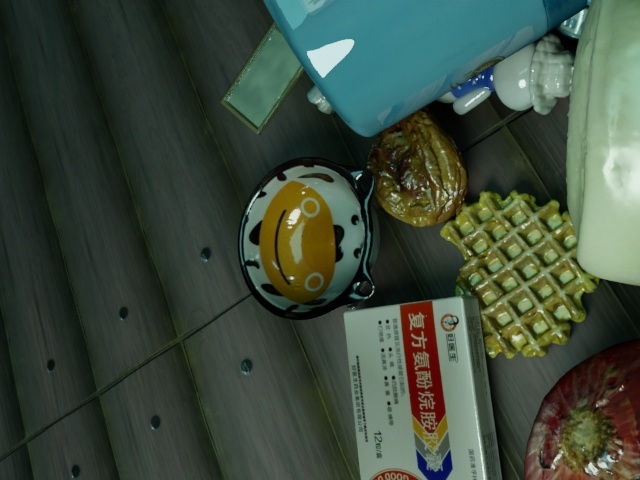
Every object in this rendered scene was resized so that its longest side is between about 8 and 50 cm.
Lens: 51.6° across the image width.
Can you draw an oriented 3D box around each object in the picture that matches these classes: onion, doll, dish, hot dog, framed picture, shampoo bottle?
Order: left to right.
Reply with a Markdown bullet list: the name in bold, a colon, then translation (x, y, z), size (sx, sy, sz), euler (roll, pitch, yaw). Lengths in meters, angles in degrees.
- **framed picture**: translation (-0.108, -0.330, 1.341), size (0.136, 0.010, 0.201), euler (43, 102, 31)
- **dish**: translation (0.000, 0.000, 1.136), size (0.303, 0.120, 0.303), euler (-4, 82, 33)
- **shampoo bottle**: translation (0.121, -0.361, 0.903), size (0.342, 0.331, 0.331), euler (-30, 66, 15)
- **hot dog**: translation (0.151, -0.130, 1.070), size (0.160, 0.099, 0.227), euler (-54, 38, 29)
- **doll**: translation (0.271, -0.266, 1.046), size (0.293, 0.119, 0.138), euler (12, 95, 38)
- **onion**: translation (0.388, 0.262, 0.748), size (0.341, 0.341, 0.341), euler (-7, 76, 30)

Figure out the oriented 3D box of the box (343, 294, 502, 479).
- **box**: translation (0.151, 0.270, 0.997), size (0.214, 0.069, 0.353), euler (-13, 80, 36)

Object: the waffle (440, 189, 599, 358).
- **waffle**: translation (0.283, 0.051, 1.000), size (0.249, 0.056, 0.253), euler (22, 93, 33)

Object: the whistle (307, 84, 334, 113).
- **whistle**: translation (0.107, -0.365, 1.162), size (0.346, 0.133, 0.142), euler (-47, 64, 25)

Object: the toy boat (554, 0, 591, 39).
- **toy boat**: translation (0.406, -0.358, 1.008), size (0.215, 0.088, 0.102), euler (34, 132, 31)

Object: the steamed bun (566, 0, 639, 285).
- **steamed bun**: translation (0.480, -0.165, 0.762), size (0.371, 0.290, 0.456), euler (4, 87, 26)
